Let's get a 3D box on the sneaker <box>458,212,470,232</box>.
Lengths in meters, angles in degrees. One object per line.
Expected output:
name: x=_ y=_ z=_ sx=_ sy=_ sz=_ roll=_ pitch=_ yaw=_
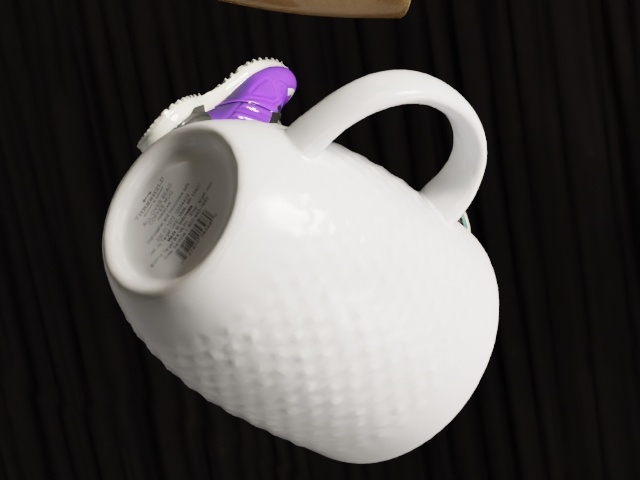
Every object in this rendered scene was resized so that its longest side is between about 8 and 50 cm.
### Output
sneaker: x=0.167 y=0.019 z=1.721 sx=0.057 sy=0.161 sz=0.075 roll=-5 pitch=19 yaw=18

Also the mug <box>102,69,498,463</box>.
mug: x=0.000 y=0.000 z=1.317 sx=0.374 sy=0.328 sz=0.276 roll=-46 pitch=46 yaw=11

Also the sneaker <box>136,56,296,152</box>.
sneaker: x=-0.096 y=-0.125 z=1.773 sx=0.293 sy=0.146 sz=0.102 roll=-37 pitch=-10 yaw=-51

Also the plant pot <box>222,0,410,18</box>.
plant pot: x=-0.033 y=-0.384 z=1.795 sx=0.254 sy=0.237 sz=0.237 roll=-10 pitch=17 yaw=-11
